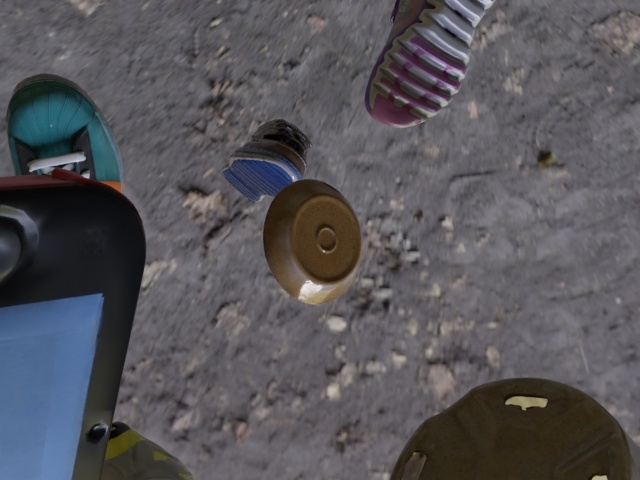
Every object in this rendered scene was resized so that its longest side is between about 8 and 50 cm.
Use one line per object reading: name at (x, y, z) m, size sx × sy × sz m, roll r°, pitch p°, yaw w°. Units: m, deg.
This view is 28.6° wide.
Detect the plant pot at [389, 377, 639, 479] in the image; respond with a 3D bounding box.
plant pot at (0.219, 0.293, 1.157) m, size 0.334 × 0.333 × 0.305 m, roll -24°, pitch 133°, yaw 13°

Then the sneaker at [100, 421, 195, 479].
sneaker at (-0.159, 0.318, 1.352) m, size 0.145 × 0.147 × 0.384 m, roll -25°, pitch 146°, yaw -15°

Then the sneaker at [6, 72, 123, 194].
sneaker at (-0.239, -0.011, 1.238) m, size 0.108 × 0.121 × 0.302 m, roll -11°, pitch 120°, yaw -4°

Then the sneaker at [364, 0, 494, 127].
sneaker at (0.112, -0.228, 1.371) m, size 0.095 × 0.104 × 0.236 m, roll 34°, pitch 79°, yaw -31°

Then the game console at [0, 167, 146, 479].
game console at (-0.280, 0.142, 0.793) m, size 0.060 × 0.342 × 0.386 m, roll 31°, pitch 116°, yaw 36°

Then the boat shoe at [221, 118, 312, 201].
boat shoe at (-0.046, -0.081, 1.179) m, size 0.066 × 0.183 × 0.066 m, roll 41°, pitch 79°, yaw -15°

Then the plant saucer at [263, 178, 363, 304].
plant saucer at (0.000, 0.000, 0.823) m, size 0.015 × 0.083 × 0.083 m, roll -9°, pitch 114°, yaw 50°
